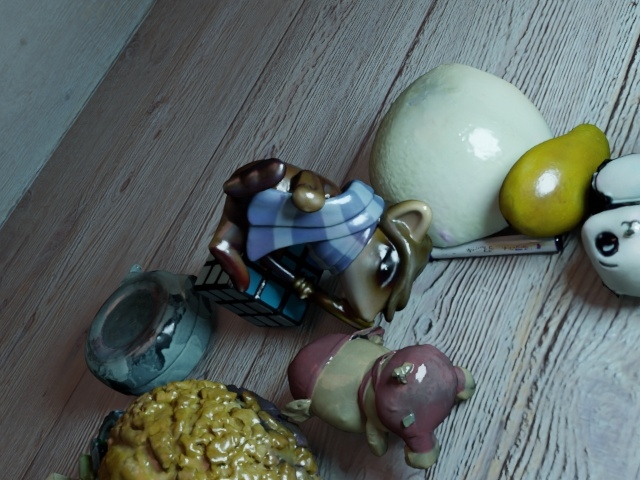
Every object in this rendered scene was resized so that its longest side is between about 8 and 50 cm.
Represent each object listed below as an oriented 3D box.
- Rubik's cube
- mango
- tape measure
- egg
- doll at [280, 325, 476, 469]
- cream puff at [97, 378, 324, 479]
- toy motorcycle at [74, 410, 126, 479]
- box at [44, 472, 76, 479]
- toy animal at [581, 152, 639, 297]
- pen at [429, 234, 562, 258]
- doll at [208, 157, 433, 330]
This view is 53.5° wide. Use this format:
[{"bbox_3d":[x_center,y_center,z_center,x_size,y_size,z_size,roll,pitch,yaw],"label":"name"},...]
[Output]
[{"bbox_3d":[-0.107,0.054,1.161,0.163,0.161,0.162,-11,51,55],"label":"Rubik's cube"},{"bbox_3d":[0.350,-0.088,0.922,0.228,0.136,0.099,-39,19,-27],"label":"mango"},{"bbox_3d":[-0.344,0.184,1.302,0.256,0.147,0.274,0,55,38],"label":"tape measure"},{"bbox_3d":[0.203,-0.166,1.056,0.337,0.201,0.336,-27,38,23],"label":"egg"},{"bbox_3d":[0.077,0.211,0.916,0.256,0.196,0.152,5,100,38],"label":"doll"},{"bbox_3d":[-0.141,0.329,0.912,0.231,0.327,0.343,-57,3,-7],"label":"cream puff"},{"bbox_3d":[-0.327,0.482,1.020,0.236,0.169,0.410,-55,39,21],"label":"toy motorcycle"},{"bbox_3d":[-0.505,0.572,1.169,0.168,0.095,0.212,-41,40,5],"label":"box"},{"bbox_3d":[0.423,-0.019,0.806,0.166,0.138,0.179,-7,53,45],"label":"toy animal"},{"bbox_3d":[0.248,0.011,1.015,0.269,0.033,0.033,-5,56,37],"label":"pen"},{"bbox_3d":[-0.002,0.004,0.961,0.318,0.340,0.209,139,147,-65],"label":"doll"}]
